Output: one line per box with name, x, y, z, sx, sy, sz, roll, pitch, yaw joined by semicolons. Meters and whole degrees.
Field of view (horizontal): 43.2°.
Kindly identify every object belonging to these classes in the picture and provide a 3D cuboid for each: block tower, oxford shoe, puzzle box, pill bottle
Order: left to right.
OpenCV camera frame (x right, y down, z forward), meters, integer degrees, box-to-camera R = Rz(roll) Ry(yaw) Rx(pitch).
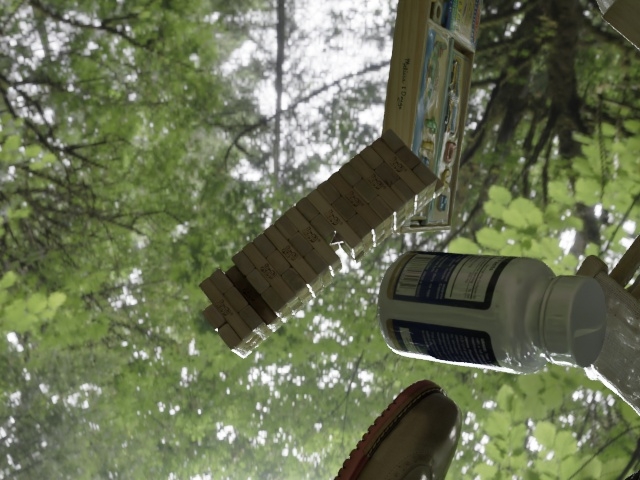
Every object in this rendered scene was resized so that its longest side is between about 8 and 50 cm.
block tower;0.000;0.000;1.003;0.335;0.097;0.091;-40;-104;-6
oxford shoe;0.058;0.284;0.641;0.130;0.123;0.348;12;-110;37
puzzle box;0.175;-0.215;1.286;0.052;0.409;0.272;9;-173;24
pill bottle;0.139;0.058;0.660;0.169;0.094;0.094;3;-141;42

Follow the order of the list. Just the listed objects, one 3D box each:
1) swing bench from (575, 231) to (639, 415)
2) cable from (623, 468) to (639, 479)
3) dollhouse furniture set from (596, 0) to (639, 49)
swing bench;0.370;0.079;0.689;0.255;0.165;0.253;-46;-137;6
cable;0.242;0.195;0.546;0.150;0.185;0.047;6;-139;-26
dollhouse furniture set;0.526;-0.329;0.967;0.286;0.303;0.198;38;-152;-5
